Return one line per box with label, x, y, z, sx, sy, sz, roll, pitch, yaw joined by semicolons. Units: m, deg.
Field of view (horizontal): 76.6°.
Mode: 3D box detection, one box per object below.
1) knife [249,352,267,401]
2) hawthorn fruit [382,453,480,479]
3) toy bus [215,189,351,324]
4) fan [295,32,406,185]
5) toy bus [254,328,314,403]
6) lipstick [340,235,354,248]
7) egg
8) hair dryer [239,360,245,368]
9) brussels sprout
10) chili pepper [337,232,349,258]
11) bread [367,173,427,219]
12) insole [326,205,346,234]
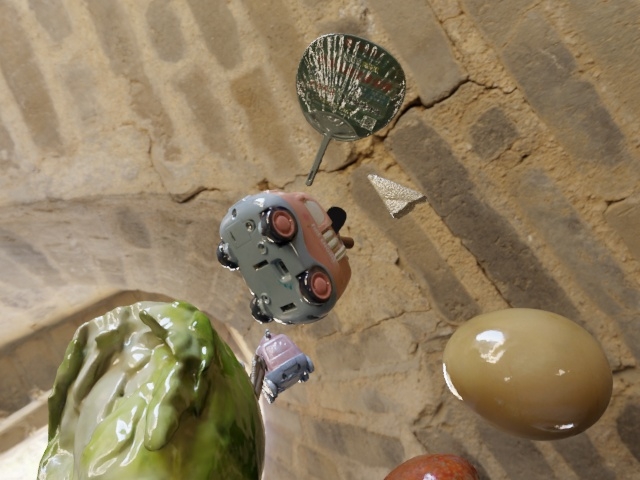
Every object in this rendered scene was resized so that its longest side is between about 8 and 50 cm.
knife;-0.195;0.432;1.125;0.365;0.043;0.089;-94;159;-77
hawthorn fruit;0.176;0.503;0.720;0.210;0.262;0.211;165;-90;-80
toy bus;-0.054;0.023;0.847;0.194;0.232;0.288;-26;-84;44
fan;0.062;-0.265;0.820;0.223;0.012;0.295;-2;-79;14
toy bus;-0.174;0.502;1.665;0.232;0.197;0.294;54;-26;21
lipstick;0.000;0.000;1.599;0.057;0.356;0.058;-5;-97;45
egg;0.485;0.315;0.975;0.373;0.301;0.301;-1;-55;6
hair dryer;-0.246;0.316;0.967;0.137;0.081;0.047;-23;-116;45
brussels sprout;-0.229;0.281;0.568;0.315;0.275;0.372;61;11;-61
chili pepper;0.070;0.028;1.489;0.153;0.041;0.050;70;-18;-6
bread;0.217;-0.145;1.143;0.152;0.105;0.077;60;15;18
insole;0.003;0.005;1.255;0.086;0.005;0.253;28;-69;-11
